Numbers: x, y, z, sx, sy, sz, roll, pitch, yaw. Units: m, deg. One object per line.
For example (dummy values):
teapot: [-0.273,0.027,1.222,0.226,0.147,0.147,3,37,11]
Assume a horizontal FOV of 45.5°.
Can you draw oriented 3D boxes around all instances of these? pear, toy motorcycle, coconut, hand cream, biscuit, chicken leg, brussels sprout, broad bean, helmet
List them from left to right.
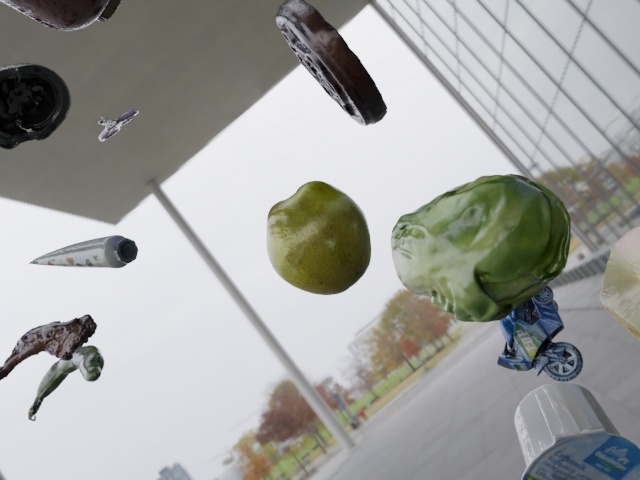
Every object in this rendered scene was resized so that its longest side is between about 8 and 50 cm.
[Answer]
helmet: [-0.586,-0.270,1.469,0.176,0.107,0.153,-28,-50,-29]
chicken leg: [-0.496,0.188,1.375,0.205,0.093,0.053,-21,-36,14]
broad bean: [-0.541,0.291,1.657,0.291,0.049,0.144,-31,35,35]
hand cream: [-0.436,0.026,1.415,0.276,0.059,0.095,-4,11,42]
pear: [0.000,0.000,1.969,0.294,0.294,0.294,-37,-12,-9]
biscuit: [0.020,-0.466,2.035,0.091,0.407,0.407,-42,-11,0]
brussels sprout: [0.258,0.012,1.192,0.294,0.227,0.259,-16,-10,32]
toy motorcycle: [0.349,0.137,1.328,0.135,0.255,0.092,-25,-26,13]
coconut: [0.554,0.075,1.194,0.197,0.237,0.237,-43,-12,14]

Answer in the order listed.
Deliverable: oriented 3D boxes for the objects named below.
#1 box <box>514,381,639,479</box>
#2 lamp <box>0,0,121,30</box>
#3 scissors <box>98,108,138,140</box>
box: [0.498,0.437,1.559,0.291,0.262,0.206,-55,17,24]
lamp: [-0.412,-0.423,1.150,0.180,0.180,0.258,-44,-41,23]
scissors: [-0.463,-0.260,1.683,0.110,0.021,0.212,-40,5,2]
